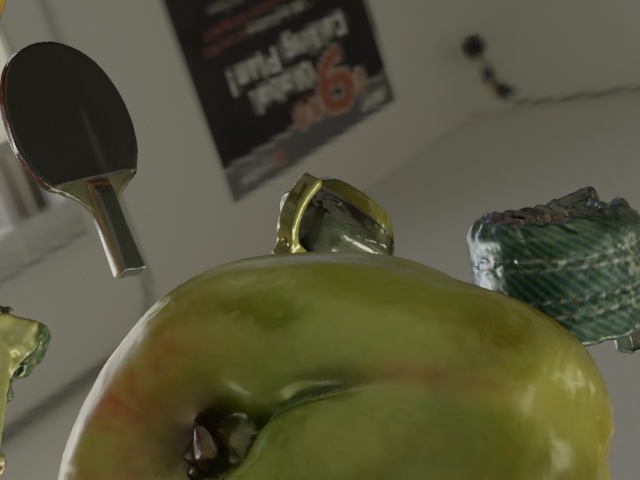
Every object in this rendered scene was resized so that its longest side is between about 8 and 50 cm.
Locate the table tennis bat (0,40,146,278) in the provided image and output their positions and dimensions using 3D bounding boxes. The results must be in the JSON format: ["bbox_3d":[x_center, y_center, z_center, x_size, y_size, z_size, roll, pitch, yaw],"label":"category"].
[{"bbox_3d":[-0.203,-0.071,1.392,0.130,0.220,0.019,-15,169,-46],"label":"table tennis bat"}]

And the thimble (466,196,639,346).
[{"bbox_3d":[0.166,0.021,1.105,0.118,0.090,0.135,-1,-171,38],"label":"thimble"}]

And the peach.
[{"bbox_3d":[0.016,0.163,0.953,0.314,0.315,0.281,-8,-126,23],"label":"peach"}]

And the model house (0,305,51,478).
[{"bbox_3d":[-0.487,0.230,1.980,0.261,0.266,0.321,15,155,-27],"label":"model house"}]

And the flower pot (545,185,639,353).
[{"bbox_3d":[0.334,0.032,1.890,0.103,0.108,0.229,-29,-154,-6],"label":"flower pot"}]

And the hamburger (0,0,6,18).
[{"bbox_3d":[-0.396,-0.286,1.447,0.174,0.304,0.284,10,159,-41],"label":"hamburger"}]

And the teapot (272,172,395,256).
[{"bbox_3d":[0.000,0.000,1.592,0.130,0.166,0.119,27,-105,31],"label":"teapot"}]
